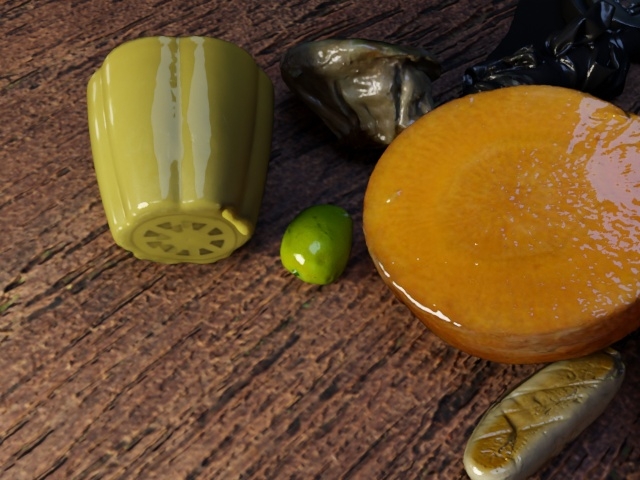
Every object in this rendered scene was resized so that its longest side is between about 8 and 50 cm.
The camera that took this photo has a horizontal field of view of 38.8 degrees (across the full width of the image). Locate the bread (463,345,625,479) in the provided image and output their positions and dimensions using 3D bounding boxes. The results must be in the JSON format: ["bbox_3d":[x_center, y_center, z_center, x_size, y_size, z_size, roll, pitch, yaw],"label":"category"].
[{"bbox_3d":[0.204,0.161,0.832,0.214,0.053,0.073,-32,46,-32],"label":"bread"}]

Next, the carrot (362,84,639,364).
[{"bbox_3d":[0.195,-0.015,0.857,0.307,0.100,0.258,-2,76,23],"label":"carrot"}]

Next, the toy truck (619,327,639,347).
[{"bbox_3d":[0.253,-0.015,0.925,0.088,0.121,0.259,7,37,-51],"label":"toy truck"}]

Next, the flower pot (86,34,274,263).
[{"bbox_3d":[-0.139,-0.079,0.919,0.195,0.195,0.179,-2,64,-7],"label":"flower pot"}]

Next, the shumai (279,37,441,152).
[{"bbox_3d":[0.049,-0.161,1.044,0.201,0.201,0.120,3,92,-4],"label":"shumai"}]

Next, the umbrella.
[{"bbox_3d":[0.288,-0.202,1.100,0.272,0.110,0.122,-27,98,-22],"label":"umbrella"}]

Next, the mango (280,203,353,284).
[{"bbox_3d":[0.000,0.000,0.942,0.073,0.056,0.108,25,41,9],"label":"mango"}]

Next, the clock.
[{"bbox_3d":[0.422,-0.316,1.249,0.184,0.040,0.184,5,52,-6],"label":"clock"}]

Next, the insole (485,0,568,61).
[{"bbox_3d":[0.287,-0.281,1.231,0.080,0.003,0.232,25,53,15],"label":"insole"}]
